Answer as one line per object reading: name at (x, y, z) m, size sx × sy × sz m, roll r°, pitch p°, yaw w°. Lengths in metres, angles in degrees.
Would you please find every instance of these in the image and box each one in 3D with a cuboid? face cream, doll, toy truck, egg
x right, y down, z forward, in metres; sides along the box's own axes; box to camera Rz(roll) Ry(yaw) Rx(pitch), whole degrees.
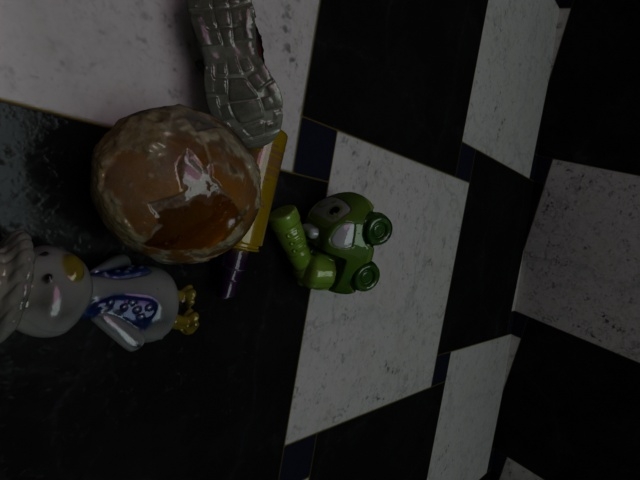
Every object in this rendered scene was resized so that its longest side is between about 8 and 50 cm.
face cream at (-0.118, -0.043, 0.703) m, size 0.078 × 0.078 × 0.273 m, roll 14°, pitch 89°, yaw -50°
doll at (-0.271, 0.065, 0.531) m, size 0.293 × 0.119 × 0.138 m, roll 21°, pitch 41°, yaw -50°
toy truck at (0.011, 0.013, 0.830) m, size 0.211 × 0.148 × 0.186 m, roll -15°, pitch 116°, yaw -24°
egg at (-0.168, -0.064, 0.555) m, size 0.194 × 0.195 × 0.233 m, roll -69°, pitch 160°, yaw -10°

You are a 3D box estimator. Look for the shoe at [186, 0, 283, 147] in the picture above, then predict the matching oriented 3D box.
shoe at (-0.124, -0.245, 0.636) m, size 0.100 × 0.125 × 0.227 m, roll -16°, pitch 108°, yaw -11°
